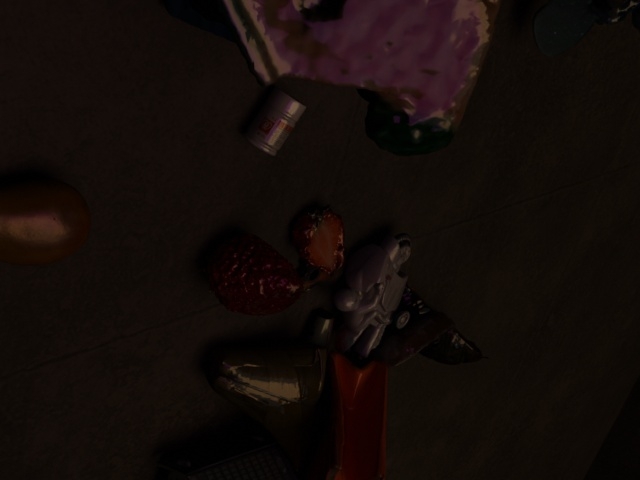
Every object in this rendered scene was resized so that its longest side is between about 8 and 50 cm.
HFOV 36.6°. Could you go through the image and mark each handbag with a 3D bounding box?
[{"bbox_3d":[0.010,0.429,1.840,0.116,0.303,0.410,14,133,-9],"label":"handbag"}]

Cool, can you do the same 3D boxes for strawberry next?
[{"bbox_3d":[-0.106,0.063,1.507,0.131,0.148,0.131,-30,142,-27],"label":"strawberry"},{"bbox_3d":[-0.003,-0.001,1.656,0.104,0.048,0.152,-44,142,-26],"label":"strawberry"}]

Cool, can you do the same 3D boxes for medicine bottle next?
[{"bbox_3d":[-0.067,-0.172,1.407,0.089,0.057,0.057,-56,147,8],"label":"medicine bottle"}]

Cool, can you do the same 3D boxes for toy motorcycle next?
[{"bbox_3d":[0.087,0.104,1.818,0.171,0.110,0.260,-5,122,-46],"label":"toy motorcycle"}]

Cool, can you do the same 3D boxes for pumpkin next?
[{"bbox_3d":[0.247,0.214,2.065,0.111,0.163,0.278,-49,145,0],"label":"pumpkin"}]

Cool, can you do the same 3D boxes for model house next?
[{"bbox_3d":[-0.011,-0.307,1.078,0.343,0.382,0.334,8,122,-13],"label":"model house"},{"bbox_3d":[-0.185,0.479,1.774,0.224,0.198,0.215,-7,124,-45],"label":"model house"}]

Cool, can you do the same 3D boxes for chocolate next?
[{"bbox_3d":[0.145,0.213,1.961,0.157,0.080,0.254,-24,168,-41],"label":"chocolate"}]

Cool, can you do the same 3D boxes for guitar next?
[{"bbox_3d":[-0.046,0.068,1.697,0.233,0.025,0.088,-22,136,-36],"label":"guitar"}]

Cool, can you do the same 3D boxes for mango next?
[{"bbox_3d":[-0.360,-0.020,1.181,0.163,0.089,0.111,-15,122,-29],"label":"mango"}]

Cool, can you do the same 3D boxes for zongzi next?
[{"bbox_3d":[-0.106,0.304,1.714,0.228,0.115,0.256,2,104,-33],"label":"zongzi"}]

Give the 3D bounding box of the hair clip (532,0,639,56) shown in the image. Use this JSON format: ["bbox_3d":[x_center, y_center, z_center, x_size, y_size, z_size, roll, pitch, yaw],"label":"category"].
[{"bbox_3d":[0.512,-0.472,1.616,0.238,0.392,0.318,-67,153,-26],"label":"hair clip"}]

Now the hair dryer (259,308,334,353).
[{"bbox_3d":[-0.046,0.191,1.801,0.154,0.054,0.106,-11,125,-39],"label":"hair dryer"}]
